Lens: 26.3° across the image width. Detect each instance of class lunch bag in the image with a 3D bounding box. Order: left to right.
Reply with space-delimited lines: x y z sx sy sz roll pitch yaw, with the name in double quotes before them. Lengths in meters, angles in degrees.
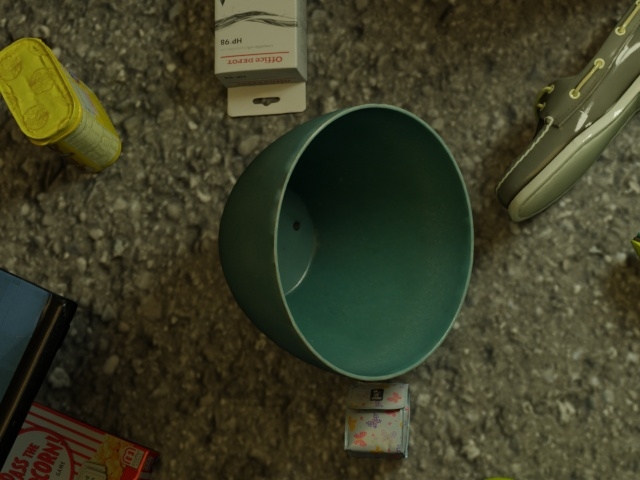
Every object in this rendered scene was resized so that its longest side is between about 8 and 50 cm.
"lunch bag" 0.064 0.200 1.542 0.071 0.053 0.083 2 69 11

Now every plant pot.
"plant pot" 0.000 0.000 1.507 0.195 0.290 0.290 2 76 48

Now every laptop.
"laptop" -0.456 0.196 1.523 0.236 0.408 0.382 25 84 -7

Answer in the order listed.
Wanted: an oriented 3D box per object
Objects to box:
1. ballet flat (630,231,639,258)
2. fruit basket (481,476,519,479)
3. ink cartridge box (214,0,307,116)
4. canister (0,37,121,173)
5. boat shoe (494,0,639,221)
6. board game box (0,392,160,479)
"ballet flat" 0.437 0.066 1.487 0.231 0.077 0.077 22 100 13
"fruit basket" 0.285 0.370 1.368 0.392 0.283 0.392 0 88 -3
"ink cartridge box" -0.072 -0.246 1.660 0.104 0.060 0.180 -3 77 10
"canister" -0.309 -0.155 1.632 0.073 0.170 0.126 -32 74 4
"boat shoe" 0.297 -0.149 1.543 0.091 0.109 0.305 43 83 17
"board game box" -0.304 0.280 1.603 0.193 0.045 0.147 19 82 15
